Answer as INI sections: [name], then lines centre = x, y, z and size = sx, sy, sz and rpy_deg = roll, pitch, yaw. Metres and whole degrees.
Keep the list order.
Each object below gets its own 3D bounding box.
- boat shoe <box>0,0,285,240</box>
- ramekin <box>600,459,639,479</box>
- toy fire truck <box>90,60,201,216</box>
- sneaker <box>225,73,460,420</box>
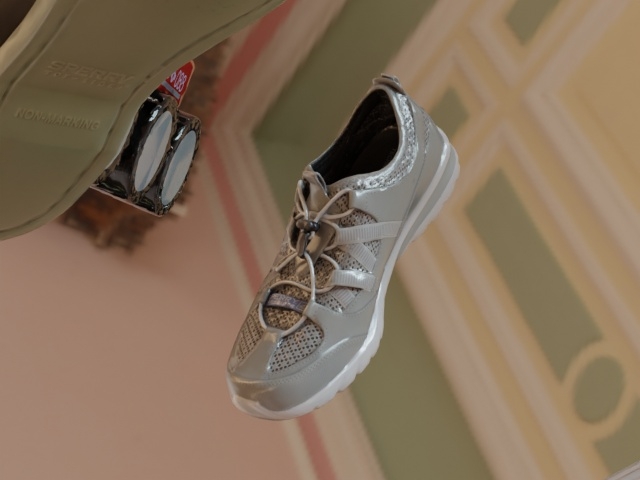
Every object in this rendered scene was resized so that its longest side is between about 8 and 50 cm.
[boat shoe]
centre = -0.067, -0.089, 0.495
size = 0.228, 0.081, 0.068
rpy_deg = -40, -121, 28
[ramekin]
centre = 0.277, 0.267, 1.092
size = 0.127, 0.273, 0.273
rpy_deg = -36, -148, -9
[toy fire truck]
centre = -0.081, -0.145, 0.757
size = 0.217, 0.158, 0.246
rpy_deg = 38, 74, -82
[sneaker]
centre = 0.000, 0.000, 1.132
size = 0.105, 0.115, 0.281
rpy_deg = 7, -125, 33
